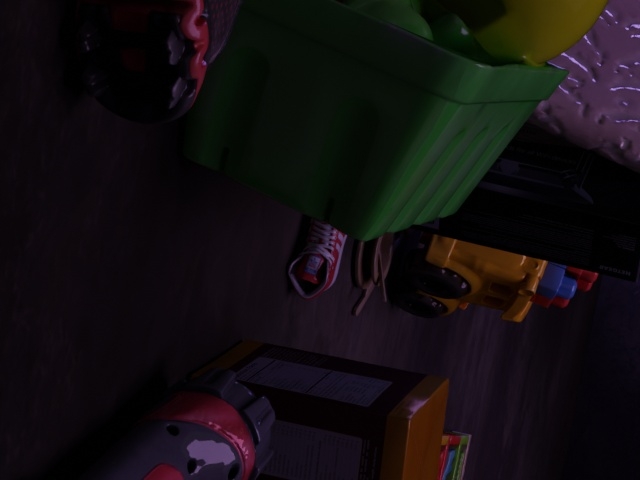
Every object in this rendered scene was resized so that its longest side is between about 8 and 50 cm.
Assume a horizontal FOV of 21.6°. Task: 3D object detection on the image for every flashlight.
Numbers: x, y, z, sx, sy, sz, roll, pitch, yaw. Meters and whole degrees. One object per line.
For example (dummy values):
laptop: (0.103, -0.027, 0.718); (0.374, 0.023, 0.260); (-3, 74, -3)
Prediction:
flashlight: (-0.129, 0.192, 1.220); (0.304, 0.103, 0.103); (-45, 144, -63)

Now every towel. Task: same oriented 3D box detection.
towel: (0.244, -0.227, 1.788); (0.317, 0.332, 0.053); (-63, 176, -46)

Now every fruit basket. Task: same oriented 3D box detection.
fruit basket: (0.090, -0.197, 1.363); (0.392, 0.283, 0.392); (-57, 164, -26)

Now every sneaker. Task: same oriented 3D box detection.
sneaker: (-0.100, -0.219, 1.075); (0.135, 0.098, 0.276); (-55, 152, -52)
sneaker: (0.000, 0.000, 1.607); (0.067, 0.042, 0.118); (-42, 142, -68)

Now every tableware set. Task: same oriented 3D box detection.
tableware set: (0.085, -0.015, 1.868); (0.194, 0.039, 0.128); (-55, 151, -52)

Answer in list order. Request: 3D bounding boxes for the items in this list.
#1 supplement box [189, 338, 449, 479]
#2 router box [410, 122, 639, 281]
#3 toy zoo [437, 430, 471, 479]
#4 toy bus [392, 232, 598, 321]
supplement box: (-0.009, 0.206, 1.446); (0.129, 0.194, 0.191); (-29, 128, -68)
router box: (0.218, -0.091, 1.792); (0.243, 0.309, 0.081); (-59, 158, -46)
toy zoo: (0.147, 0.357, 2.296); (0.293, 0.030, 0.192); (22, 79, -73)
toy bus: (0.207, 0.026, 1.941); (0.220, 0.211, 0.149); (110, 2, -69)
